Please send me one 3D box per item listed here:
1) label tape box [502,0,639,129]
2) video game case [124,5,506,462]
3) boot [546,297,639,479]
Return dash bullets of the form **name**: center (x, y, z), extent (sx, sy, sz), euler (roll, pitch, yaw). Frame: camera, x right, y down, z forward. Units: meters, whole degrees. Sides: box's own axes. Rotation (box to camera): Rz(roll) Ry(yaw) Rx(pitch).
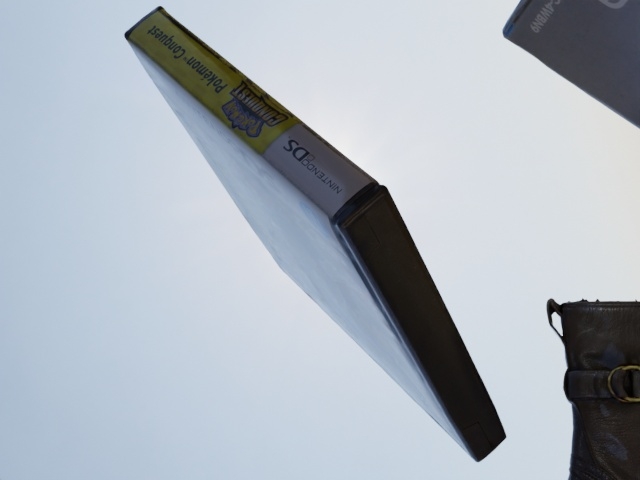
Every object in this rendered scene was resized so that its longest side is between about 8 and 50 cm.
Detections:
- **label tape box**: center (0.309, -0.117, 0.593), extent (0.347, 0.115, 0.249), euler (36, -114, 1)
- **video game case**: center (0.000, 0.000, 0.732), extent (0.248, 0.035, 0.275), euler (42, 168, 41)
- **boot**: center (0.293, 0.151, 0.847), extent (0.091, 0.263, 0.229), euler (54, -136, -73)
